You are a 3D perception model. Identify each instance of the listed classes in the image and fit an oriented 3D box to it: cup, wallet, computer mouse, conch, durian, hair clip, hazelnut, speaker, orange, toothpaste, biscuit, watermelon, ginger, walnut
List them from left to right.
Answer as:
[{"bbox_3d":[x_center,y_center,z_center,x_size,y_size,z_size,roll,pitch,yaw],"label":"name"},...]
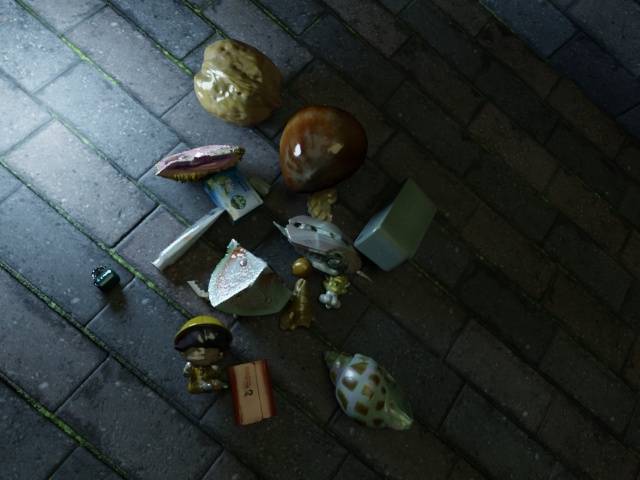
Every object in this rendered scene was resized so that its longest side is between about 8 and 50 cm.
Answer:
[{"bbox_3d":[-0.742,0.125,1.565,0.094,0.060,0.075,43,66,-1],"label":"speaker"},{"bbox_3d":[-0.478,-0.013,1.676,0.323,0.100,0.066,-47,117,-21],"label":"toothpaste"},{"bbox_3d":[-0.447,-0.287,1.723,0.342,0.191,0.112,-19,110,-15],"label":"durian"},{"bbox_3d":[-0.386,0.214,1.660,0.226,0.034,0.072,24,70,-8],"label":"hair clip"},{"bbox_3d":[-0.307,-0.604,1.791,0.344,0.306,0.305,21,69,-8],"label":"walnut"},{"bbox_3d":[-0.266,0.136,1.604,0.290,0.214,0.319,-30,81,-42],"label":"watermelon"},{"bbox_3d":[-0.240,0.529,1.605,0.143,0.045,0.204,-7,76,-18],"label":"wallet"},{"bbox_3d":[-0.247,-0.211,1.826,0.083,0.074,0.054,37,30,0],"label":"cup"},{"bbox_3d":[-0.072,0.250,1.720,0.115,0.081,0.205,15,76,21],"label":"ginger"},{"bbox_3d":[-0.068,0.106,1.765,0.085,0.085,0.084,5,73,-15],"label":"orange"},{"bbox_3d":[0.000,-0.346,1.762,0.367,0.366,0.365,5,73,-15],"label":"hazelnut"},{"bbox_3d":[0.003,-0.152,1.872,0.118,0.061,0.182,20,67,-9],"label":"biscuit"},{"bbox_3d":[0.004,-0.003,1.764,0.389,0.115,0.199,30,42,-10],"label":"computer mouse"},{"bbox_3d":[0.163,0.532,1.649,0.250,0.197,0.367,-8,68,-56],"label":"conch"},{"bbox_3d":[0.312,-0.065,1.832,0.184,0.183,0.406,42,48,-5],"label":"speaker"}]

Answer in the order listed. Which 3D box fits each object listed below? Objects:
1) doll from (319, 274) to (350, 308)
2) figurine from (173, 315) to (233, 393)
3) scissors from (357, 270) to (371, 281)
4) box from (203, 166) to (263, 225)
[{"bbox_3d":[0.054,0.190,1.784,0.106,0.062,0.162,22,70,-5],"label":"doll"},{"bbox_3d":[-0.396,0.382,1.535,0.193,0.167,0.256,14,68,-35],"label":"figurine"},{"bbox_3d":[0.158,0.132,1.859,0.119,0.014,0.058,38,72,0],"label":"scissors"},{"bbox_3d":[-0.337,-0.177,1.769,0.139,0.073,0.194,-37,87,-23],"label":"box"}]
